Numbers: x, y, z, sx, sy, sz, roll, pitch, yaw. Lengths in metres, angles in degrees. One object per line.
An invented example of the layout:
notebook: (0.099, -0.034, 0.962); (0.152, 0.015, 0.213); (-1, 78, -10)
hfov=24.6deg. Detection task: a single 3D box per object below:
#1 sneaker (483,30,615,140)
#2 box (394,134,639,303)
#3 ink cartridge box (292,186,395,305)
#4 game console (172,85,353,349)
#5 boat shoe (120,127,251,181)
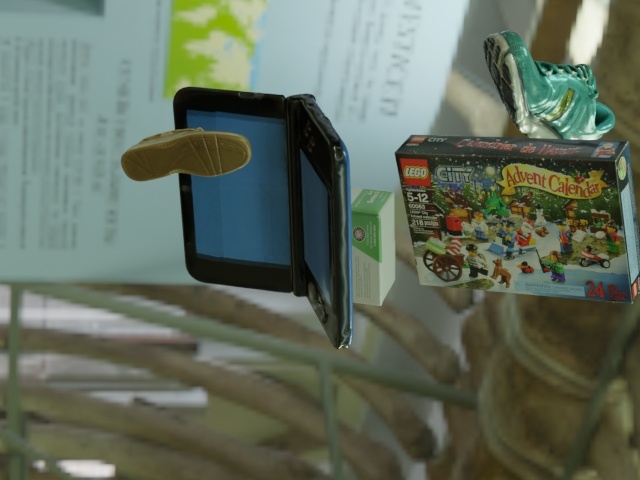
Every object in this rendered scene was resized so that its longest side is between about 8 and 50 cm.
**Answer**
sneaker: (0.278, -0.186, 1.787); (0.275, 0.110, 0.107); (36, 28, -56)
box: (0.198, -0.023, 1.466); (0.044, 0.233, 0.159); (-48, 133, -47)
ink cartridge box: (0.000, 0.000, 2.187); (0.093, 0.212, 0.154); (-57, 148, -58)
game console: (-0.073, -0.028, 1.860); (0.250, 0.173, 0.293); (-120, -156, -58)
boat shoe: (-0.162, -0.115, 1.819); (0.059, 0.170, 0.063); (-69, 151, -56)
